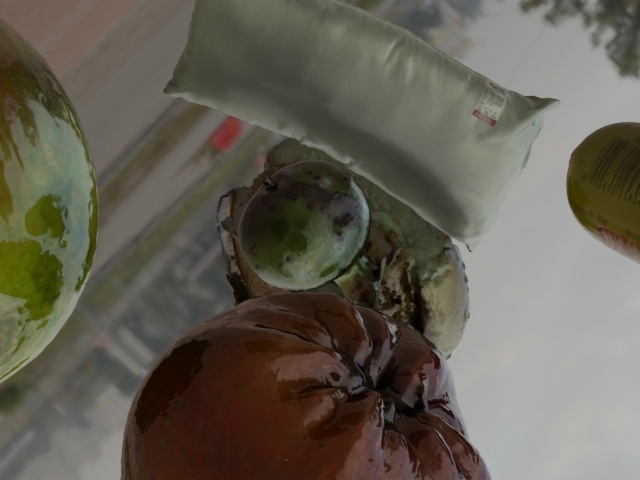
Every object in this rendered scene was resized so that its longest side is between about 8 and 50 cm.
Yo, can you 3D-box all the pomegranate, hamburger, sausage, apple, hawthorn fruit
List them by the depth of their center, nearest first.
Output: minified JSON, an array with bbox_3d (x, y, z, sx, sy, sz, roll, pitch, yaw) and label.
[{"bbox_3d":[-0.031,0.191,1.089,0.298,0.277,0.277,-57,178,28],"label":"hawthorn fruit"},{"bbox_3d":[-0.335,-0.027,1.126,0.339,0.339,0.339,-47,-177,3],"label":"apple"},{"bbox_3d":[0.338,-0.016,1.270,0.123,0.123,0.347,-48,-142,-7],"label":"sausage"},{"bbox_3d":[0.002,-0.005,1.517,0.148,0.169,0.148,-61,-171,17],"label":"pomegranate"},{"bbox_3d":[0.019,0.054,1.740,0.195,0.318,0.277,-36,148,-22],"label":"hamburger"}]

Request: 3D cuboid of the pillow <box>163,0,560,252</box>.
[{"bbox_3d":[0.017,-0.092,0.966,0.078,0.254,0.144,-64,-179,-38],"label":"pillow"}]
